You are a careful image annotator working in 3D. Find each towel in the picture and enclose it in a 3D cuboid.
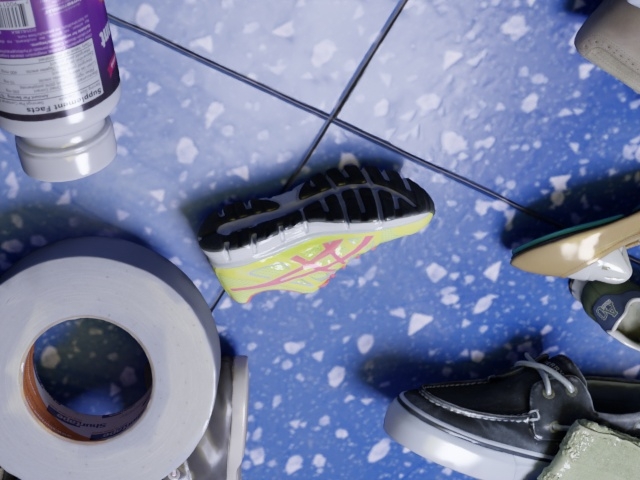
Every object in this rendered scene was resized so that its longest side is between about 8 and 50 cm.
[{"bbox_3d":[0.263,0.226,1.745,0.148,0.027,0.110,21,107,-41],"label":"towel"}]

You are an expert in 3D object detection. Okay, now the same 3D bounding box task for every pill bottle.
[{"bbox_3d":[-0.216,-0.148,1.451,0.108,0.108,0.193,-14,123,-9],"label":"pill bottle"}]

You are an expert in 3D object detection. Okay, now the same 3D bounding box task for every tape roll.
[{"bbox_3d":[-0.196,0.109,1.585,0.219,0.072,0.219,0,103,-1],"label":"tape roll"}]

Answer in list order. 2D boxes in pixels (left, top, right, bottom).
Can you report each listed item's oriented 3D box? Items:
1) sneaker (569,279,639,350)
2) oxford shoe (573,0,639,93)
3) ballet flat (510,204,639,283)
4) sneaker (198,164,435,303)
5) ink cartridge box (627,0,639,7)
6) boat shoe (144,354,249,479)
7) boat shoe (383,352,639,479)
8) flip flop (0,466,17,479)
[{"bbox_3d":[0.329,0.086,1.767,0.192,0.086,0.064,22,111,-27],"label":"sneaker"},{"bbox_3d":[0.369,-0.129,1.658,0.348,0.123,0.130,36,125,-28],"label":"oxford shoe"},{"bbox_3d":[0.291,0.000,1.703,0.232,0.080,0.073,-22,84,-5],"label":"ballet flat"},{"bbox_3d":[0.000,0.000,1.629,0.209,0.081,0.094,-12,129,-2],"label":"sneaker"},{"bbox_3d":[0.321,-0.279,1.510,0.224,0.045,0.223,23,74,-27],"label":"ink cartridge box"},{"bbox_3d":[-0.120,0.256,1.715,0.096,0.112,0.335,4,108,0],"label":"boat shoe"},{"bbox_3d":[0.211,0.161,1.772,0.335,0.121,0.119,9,109,-34],"label":"boat shoe"},{"bbox_3d":[-0.363,0.278,1.666,0.080,0.112,0.277,35,117,6],"label":"flip flop"}]
